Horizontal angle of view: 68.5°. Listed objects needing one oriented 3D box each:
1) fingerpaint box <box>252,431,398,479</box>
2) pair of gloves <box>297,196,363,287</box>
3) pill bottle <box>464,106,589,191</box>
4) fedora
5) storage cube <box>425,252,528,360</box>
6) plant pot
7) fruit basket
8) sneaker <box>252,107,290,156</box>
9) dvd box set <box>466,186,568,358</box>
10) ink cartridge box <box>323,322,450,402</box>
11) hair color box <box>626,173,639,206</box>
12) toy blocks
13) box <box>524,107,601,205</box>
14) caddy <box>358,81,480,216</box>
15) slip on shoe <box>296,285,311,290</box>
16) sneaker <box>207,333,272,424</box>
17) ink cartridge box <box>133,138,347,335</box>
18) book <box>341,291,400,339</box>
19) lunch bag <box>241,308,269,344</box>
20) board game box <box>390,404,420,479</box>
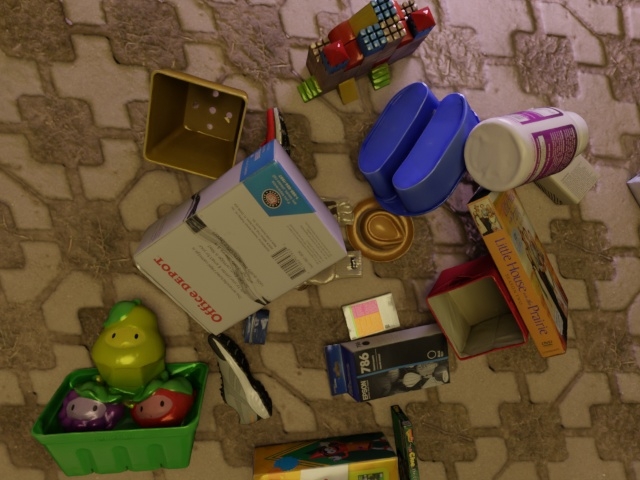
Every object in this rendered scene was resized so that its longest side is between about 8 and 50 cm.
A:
[{"bbox_3d":[0.020,0.774,1.247,0.370,0.163,0.446,-5,92,-6],"label":"fingerpaint box"},{"bbox_3d":[0.000,0.000,1.251,0.204,0.042,0.240,-11,77,3],"label":"pair of gloves"},{"bbox_3d":[0.501,-0.226,1.121,0.301,0.169,0.170,-18,94,-31],"label":"pill bottle"},{"bbox_3d":[0.169,-0.030,1.272,0.194,0.079,0.195,0,93,-6],"label":"fedora"},{"bbox_3d":[0.415,0.160,1.214,0.183,0.193,0.215,-27,95,33],"label":"storage cube"},{"bbox_3d":[-0.283,-0.295,1.140,0.212,0.187,0.212,15,119,-6],"label":"plant pot"},{"bbox_3d":[-0.467,0.350,1.147,0.391,0.283,0.393,-2,110,-6],"label":"fruit basket"},{"bbox_3d":[-0.146,-0.211,1.225,0.118,0.107,0.279,3,88,7],"label":"sneaker"},{"bbox_3d":[0.523,0.042,1.214,0.062,0.307,0.421,-25,95,33],"label":"dvd box set"},{"bbox_3d":[0.184,0.340,1.281,0.332,0.065,0.166,-11,107,-4],"label":"ink cartridge box"},{"bbox_3d":[1.048,-0.039,1.306,0.113,0.185,0.375,-33,95,-3],"label":"hair color box"},{"bbox_3d":[0.121,-0.492,1.157,0.381,0.261,0.191,-26,95,-5],"label":"toy blocks"},{"bbox_3d":[0.625,-0.227,1.303,0.275,0.094,0.113,43,87,-5],"label":"box"},{"bbox_3d":[0.258,-0.228,1.203,0.241,0.179,0.341,33,89,35],"label":"caddy"},{"bbox_3d":[-0.019,0.082,1.277,0.135,0.051,0.041,-43,63,3],"label":"slip on shoe"},{"bbox_3d":[-0.231,0.368,1.240,0.107,0.100,0.272,-28,95,1],"label":"sneaker"},{"bbox_3d":[-0.182,0.000,1.106,0.394,0.166,0.286,-32,118,12],"label":"ink cartridge box"},{"bbox_3d":[0.139,0.209,1.303,0.144,0.035,0.097,-14,91,-5],"label":"book"},{"bbox_3d":[-0.175,0.232,1.253,0.065,0.067,0.099,9,93,-6],"label":"lunch bag"},{"bbox_3d":[0.235,0.599,1.275,0.030,0.136,0.260,-8,94,-4],"label":"board game box"}]
